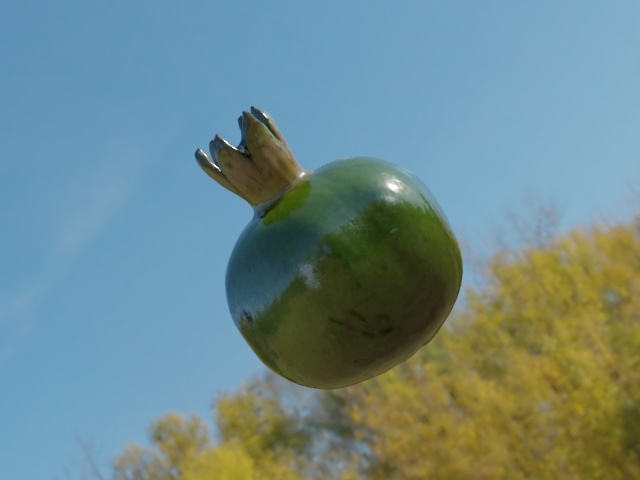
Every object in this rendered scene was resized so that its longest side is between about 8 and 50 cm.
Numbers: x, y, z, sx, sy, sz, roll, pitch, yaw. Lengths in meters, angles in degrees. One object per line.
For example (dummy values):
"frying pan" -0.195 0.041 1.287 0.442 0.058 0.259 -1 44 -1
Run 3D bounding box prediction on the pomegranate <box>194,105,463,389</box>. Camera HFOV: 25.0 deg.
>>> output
"pomegranate" -0.001 0.000 1.089 0.187 0.225 0.187 -38 7 5
